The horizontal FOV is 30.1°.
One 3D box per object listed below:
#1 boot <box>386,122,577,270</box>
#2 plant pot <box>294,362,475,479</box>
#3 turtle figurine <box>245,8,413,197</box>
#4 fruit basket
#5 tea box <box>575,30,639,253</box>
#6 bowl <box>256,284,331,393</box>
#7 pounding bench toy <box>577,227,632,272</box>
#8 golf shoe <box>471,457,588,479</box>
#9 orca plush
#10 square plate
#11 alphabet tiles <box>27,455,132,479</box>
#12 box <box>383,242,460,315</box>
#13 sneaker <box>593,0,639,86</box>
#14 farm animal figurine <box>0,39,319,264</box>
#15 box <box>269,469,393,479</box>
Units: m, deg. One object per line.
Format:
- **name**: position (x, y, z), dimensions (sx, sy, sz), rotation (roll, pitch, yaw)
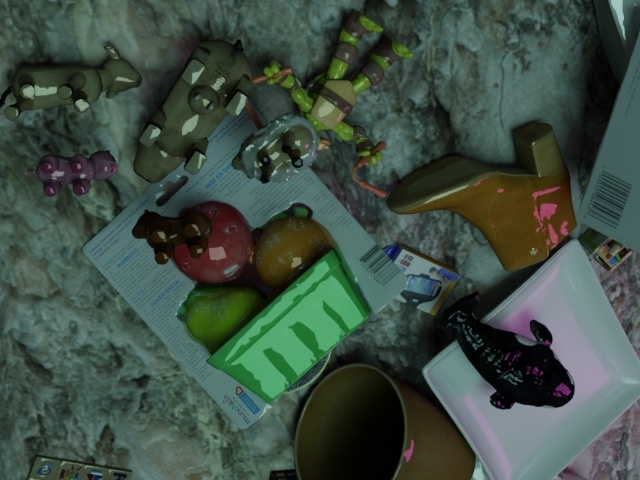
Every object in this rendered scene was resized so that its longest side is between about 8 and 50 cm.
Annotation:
- **boot**: position (0.258, -0.035, 1.822), dimensions (0.295, 0.104, 0.211), rotation (-24, 121, -10)
- **plant pot**: position (0.129, 0.338, 1.921), dimensions (0.254, 0.237, 0.237), rotation (20, 109, -42)
- **turtle figurine**: position (0.032, -0.199, 1.673), dimensions (0.269, 0.087, 0.217), rotation (36, 94, -21)
- **fruit basket**: position (-0.107, 0.036, 1.693), dimensions (0.327, 0.165, 0.353), rotation (-43, 82, 5)
- **tea box**: position (0.589, -0.148, 1.740), dimensions (0.324, 0.220, 0.329), rotation (-8, 122, -44)
- **bowl**: position (-0.067, 0.141, 1.807), dimensions (0.170, 0.080, 0.170), rotation (0, 100, 0)
- **pounding bench toy**: position (0.471, 0.018, 1.930), dimensions (0.052, 0.083, 0.065), rotation (-44, 120, 7)
- **golf shoe**: position (0.361, 0.409, 2.083), dimensions (0.306, 0.115, 0.140), rotation (9, 110, -23)
- **orca plush**: position (0.317, 0.185, 1.855), dimensions (0.151, 0.102, 0.287), rotation (-44, 117, -11)
- **square plate**: position (0.360, 0.224, 1.974), dimensions (0.344, 0.049, 0.347), rotation (-39, 117, -14)
- **alphabet tiles**: position (-0.372, 0.446, 1.918), dimensions (0.237, 0.009, 0.198), rotation (15, 110, -25)
- **box**: position (0.146, 0.059, 1.878), dimensions (0.136, 0.028, 0.081), rotation (23, 107, -29)
- **sneaker**: position (0.491, -0.348, 1.735), dimensions (0.169, 0.108, 0.292), rotation (-23, 120, -2)
- **farm animal figurine**: position (-0.215, -0.155, 1.568), dimensions (0.327, 0.172, 0.330), rotation (-36, 109, 11)
- **box**: position (0.021, 0.464, 2.035), dimensions (0.233, 0.044, 0.159), rotation (1, 116, -19)
